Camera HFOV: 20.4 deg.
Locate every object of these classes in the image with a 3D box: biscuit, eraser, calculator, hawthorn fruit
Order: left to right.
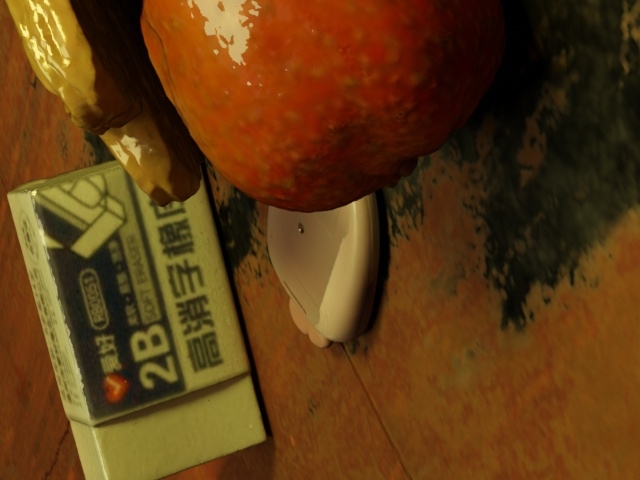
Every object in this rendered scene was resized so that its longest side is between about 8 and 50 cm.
[{"bbox_3d":[-0.143,-0.146,1.015,0.269,0.051,0.376,60,-175,-24],"label":"biscuit"},{"bbox_3d":[-0.120,0.051,1.190,0.068,0.124,0.210,2,107,63],"label":"eraser"},{"bbox_3d":[-0.034,-0.151,0.805,0.285,0.165,0.165,58,155,2],"label":"hawthorn fruit"},{"bbox_3d":[0.000,0.000,1.024,0.103,0.024,0.166,53,148,36],"label":"calculator"}]
